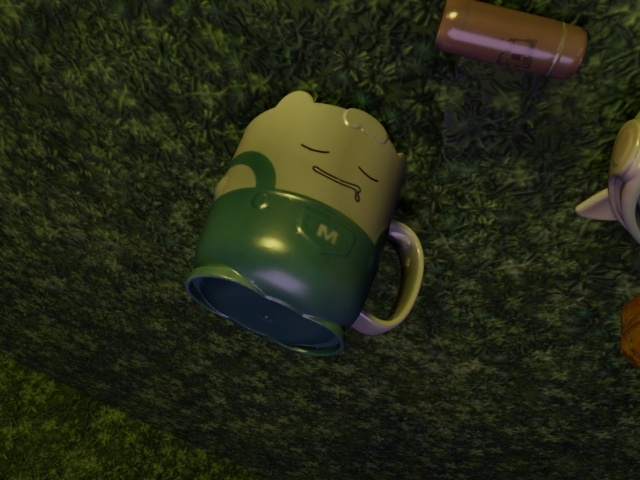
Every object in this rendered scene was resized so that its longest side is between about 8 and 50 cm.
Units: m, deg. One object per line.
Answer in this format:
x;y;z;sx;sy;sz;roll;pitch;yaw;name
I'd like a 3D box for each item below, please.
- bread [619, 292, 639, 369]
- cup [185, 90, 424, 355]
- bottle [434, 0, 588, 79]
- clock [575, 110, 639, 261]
0.473;0.049;0.621;0.185;0.109;0.380;20;144;-5;bread
0.000;0.000;0.807;0.290;0.257;0.219;30;148;-18;cup
0.184;-0.197;0.632;0.140;0.053;0.053;14;144;2;bottle
0.434;-0.074;0.652;0.265;0.108;0.324;32;143;-22;clock
